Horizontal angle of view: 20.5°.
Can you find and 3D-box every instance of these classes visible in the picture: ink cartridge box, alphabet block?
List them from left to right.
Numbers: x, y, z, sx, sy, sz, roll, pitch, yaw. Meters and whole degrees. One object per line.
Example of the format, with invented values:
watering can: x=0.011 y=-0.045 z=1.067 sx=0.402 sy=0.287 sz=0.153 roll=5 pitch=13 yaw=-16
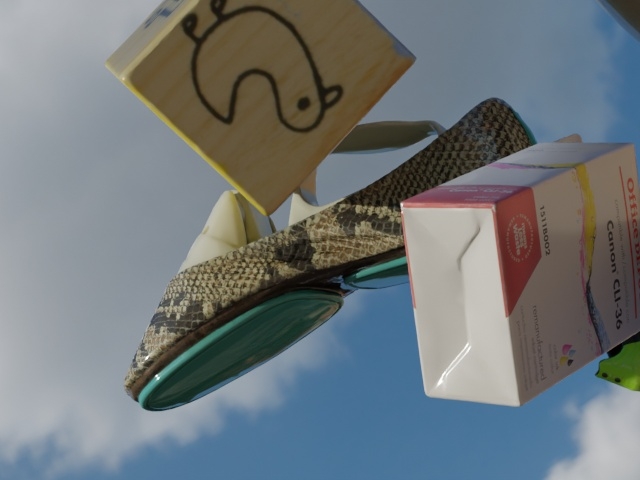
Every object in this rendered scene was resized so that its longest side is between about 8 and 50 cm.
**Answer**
alphabet block: x=-0.061 y=-0.164 z=1.631 sx=0.192 sy=0.193 sz=0.197 roll=42 pitch=-91 yaw=-13
ink cartridge box: x=0.133 y=0.009 z=1.023 sx=0.198 sy=0.067 sz=0.115 roll=-24 pitch=-70 yaw=-50

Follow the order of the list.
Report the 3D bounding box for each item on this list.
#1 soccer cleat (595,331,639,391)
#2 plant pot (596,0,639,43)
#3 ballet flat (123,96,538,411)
soccer cleat: x=0.314 y=0.078 z=1.785 sx=0.072 sy=0.179 sz=0.060 roll=14 pitch=-48 yaw=3
plant pot: x=0.349 y=-0.290 z=1.689 sx=0.256 sy=0.256 sz=0.274 roll=-34 pitch=-51 yaw=2
ballet flat: x=0.000 y=0.000 z=1.711 sx=0.483 sy=0.182 sz=0.164 roll=-26 pitch=-19 yaw=23
